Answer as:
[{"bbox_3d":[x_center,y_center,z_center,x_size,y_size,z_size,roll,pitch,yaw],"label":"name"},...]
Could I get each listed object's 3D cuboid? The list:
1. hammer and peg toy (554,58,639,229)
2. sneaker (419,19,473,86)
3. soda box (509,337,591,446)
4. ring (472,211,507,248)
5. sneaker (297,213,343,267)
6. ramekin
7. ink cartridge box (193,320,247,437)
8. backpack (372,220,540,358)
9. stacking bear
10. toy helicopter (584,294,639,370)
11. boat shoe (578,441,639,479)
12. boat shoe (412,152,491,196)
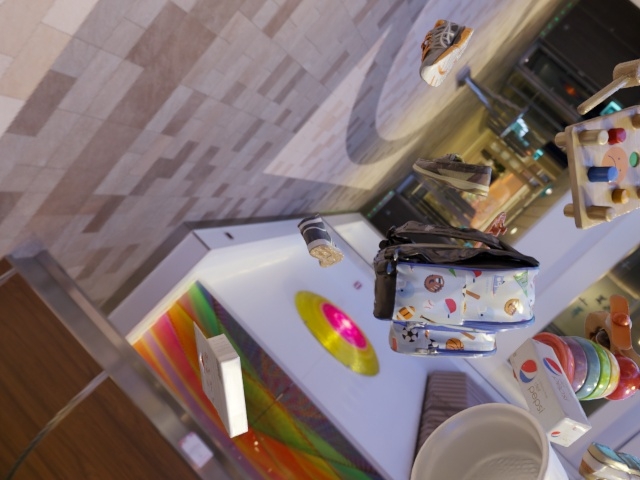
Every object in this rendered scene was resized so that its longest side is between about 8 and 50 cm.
[{"bbox_3d":[0.687,-0.229,1.259,0.266,0.361,0.127,-20,-165,-21],"label":"hammer and peg toy"},{"bbox_3d":[0.241,-0.389,1.075,0.215,0.083,0.084,-52,171,-41],"label":"sneaker"},{"bbox_3d":[0.471,0.310,1.089,0.074,0.069,0.216,-59,-163,30],"label":"soda box"},{"bbox_3d":[0.419,0.073,1.428,0.336,0.032,0.336,-46,157,-26],"label":"ring"},{"bbox_3d":[0.000,0.000,1.936,0.099,0.153,0.282,-27,159,7],"label":"sneaker"},{"bbox_3d":[0.320,0.454,0.975,0.277,0.135,0.277,-34,-164,11],"label":"ramekin"},{"bbox_3d":[-0.322,0.432,1.679,0.066,0.261,0.296,-15,118,-26],"label":"ink cartridge box"},{"bbox_3d":[0.225,0.085,0.881,0.263,0.213,0.276,-3,-170,10],"label":"backpack"},{"bbox_3d":[0.667,0.329,1.306,0.175,0.289,0.164,-125,-130,-66],"label":"stacking bear"},{"bbox_3d":[0.827,0.303,1.409,0.140,0.235,0.355,-6,-159,-3],"label":"toy helicopter"},{"bbox_3d":[0.904,0.704,1.564,0.103,0.302,0.113,-62,-171,13],"label":"boat shoe"},{"bbox_3d":[0.293,-0.156,1.154,0.080,0.223,0.073,14,103,-32],"label":"boat shoe"}]
